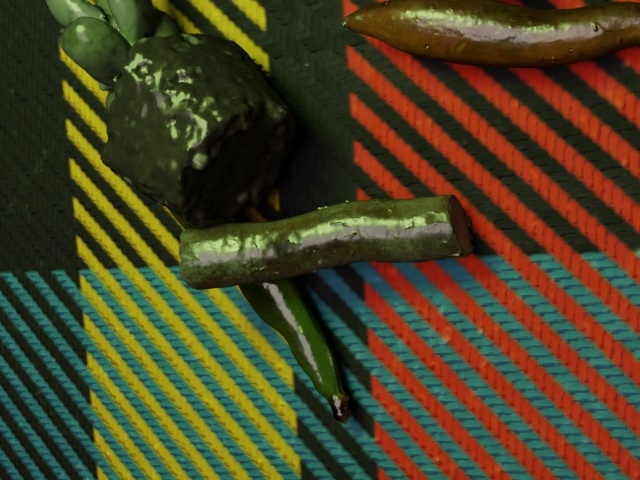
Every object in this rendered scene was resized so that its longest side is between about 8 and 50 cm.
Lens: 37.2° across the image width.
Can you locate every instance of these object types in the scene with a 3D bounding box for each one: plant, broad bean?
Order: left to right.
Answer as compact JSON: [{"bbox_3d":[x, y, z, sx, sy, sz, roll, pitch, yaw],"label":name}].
[{"bbox_3d":[-0.151,-0.142,0.855,0.274,0.149,0.146,49,116,21],"label":"plant"},{"bbox_3d":[-0.055,0.037,0.874,0.297,0.043,0.060,49,125,17],"label":"broad bean"}]

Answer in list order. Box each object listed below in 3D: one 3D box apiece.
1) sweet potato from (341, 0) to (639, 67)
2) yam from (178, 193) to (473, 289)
[{"bbox_3d":[0.138,-0.160,0.734,0.264,0.057,0.057,11,100,23],"label":"sweet potato"},{"bbox_3d":[0.000,0.000,0.802,0.252,0.061,0.061,-8,91,19],"label":"yam"}]
